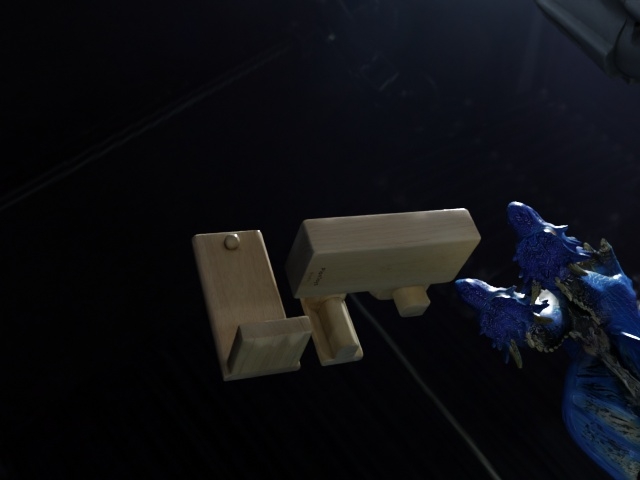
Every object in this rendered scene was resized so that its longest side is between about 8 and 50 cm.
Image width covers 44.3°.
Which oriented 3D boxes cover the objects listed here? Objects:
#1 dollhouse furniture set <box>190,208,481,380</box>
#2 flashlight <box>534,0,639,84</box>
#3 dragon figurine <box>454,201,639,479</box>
[{"bbox_3d":[0.000,0.000,0.555,0.144,0.123,0.151,-5,-35,-22],"label":"dollhouse furniture set"},{"bbox_3d":[0.220,-0.037,0.323,0.103,0.304,0.103,-27,-33,-13],"label":"flashlight"},{"bbox_3d":[0.195,0.088,0.484,0.085,0.289,0.144,-41,5,25],"label":"dragon figurine"}]
